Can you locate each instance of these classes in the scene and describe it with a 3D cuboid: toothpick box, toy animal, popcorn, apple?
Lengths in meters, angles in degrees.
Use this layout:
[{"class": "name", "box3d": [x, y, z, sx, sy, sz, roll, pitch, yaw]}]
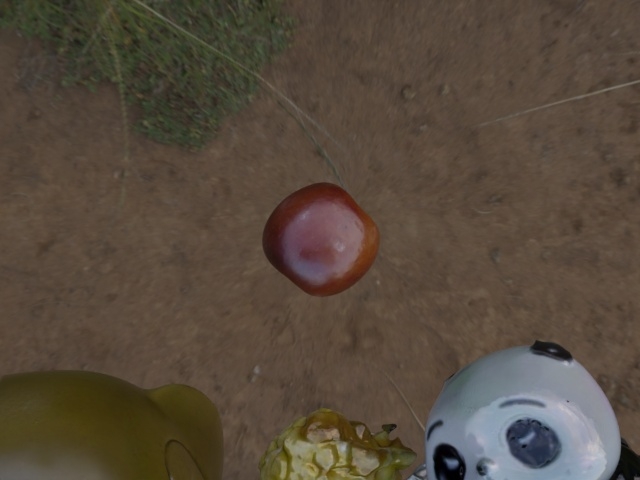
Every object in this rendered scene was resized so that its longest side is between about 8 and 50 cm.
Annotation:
[{"class": "toothpick box", "box3d": [-0.319, 0.356, 1.136, 0.425, 0.409, 0.409, -19, 91, 7]}, {"class": "toy animal", "box3d": [0.226, 0.244, 1.013, 0.212, 0.212, 0.267, -41, 106, 2]}, {"class": "popcorn", "box3d": [0.018, 0.273, 1.154, 0.180, 0.180, 0.170, 28, 69, 1]}, {"class": "apple", "box3d": [0.000, 0.000, 1.935, 0.218, 0.218, 0.201, 45, 87, 0]}]

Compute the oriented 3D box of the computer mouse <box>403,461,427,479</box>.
[{"class": "computer mouse", "box3d": [0.200, 0.614, 1.932, 0.199, 0.115, 0.389, 21, 62, -1]}]
